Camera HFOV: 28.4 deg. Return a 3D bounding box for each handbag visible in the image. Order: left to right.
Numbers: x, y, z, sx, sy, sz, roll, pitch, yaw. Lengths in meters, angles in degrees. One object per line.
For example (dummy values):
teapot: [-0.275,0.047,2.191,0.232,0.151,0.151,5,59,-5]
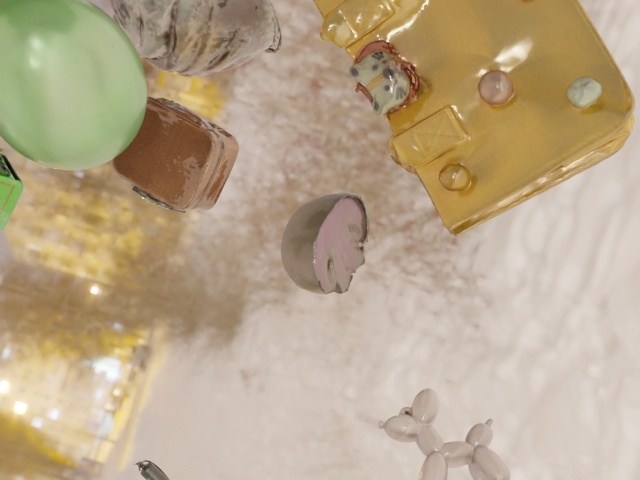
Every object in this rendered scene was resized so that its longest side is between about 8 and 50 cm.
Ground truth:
handbag: [-0.229,-0.129,1.933,0.072,0.193,0.151,-2,-61,-58]
handbag: [0.167,-0.233,1.494,0.283,0.401,0.133,-30,-6,14]

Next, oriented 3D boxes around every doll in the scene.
doll: [0.163,0.273,1.698,0.059,0.161,0.160,102,160,-50]

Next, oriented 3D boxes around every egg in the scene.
egg: [-0.355,-0.219,1.719,0.269,0.220,0.220,54,-145,-39]

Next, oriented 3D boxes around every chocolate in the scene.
chocolate: [-0.227,-0.379,2.025,0.213,0.303,0.303,-35,-1,-13]

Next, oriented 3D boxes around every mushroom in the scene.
mushroom: [0.000,0.000,2.080,0.188,0.117,0.141,-53,-34,-36]

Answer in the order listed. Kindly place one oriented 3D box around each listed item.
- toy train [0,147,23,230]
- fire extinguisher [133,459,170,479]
toy train: [-0.572,-0.063,1.862,0.132,0.243,0.188,46,113,49]
fire extinguisher: [-0.247,0.358,1.910,0.025,0.083,0.038,-42,10,21]
